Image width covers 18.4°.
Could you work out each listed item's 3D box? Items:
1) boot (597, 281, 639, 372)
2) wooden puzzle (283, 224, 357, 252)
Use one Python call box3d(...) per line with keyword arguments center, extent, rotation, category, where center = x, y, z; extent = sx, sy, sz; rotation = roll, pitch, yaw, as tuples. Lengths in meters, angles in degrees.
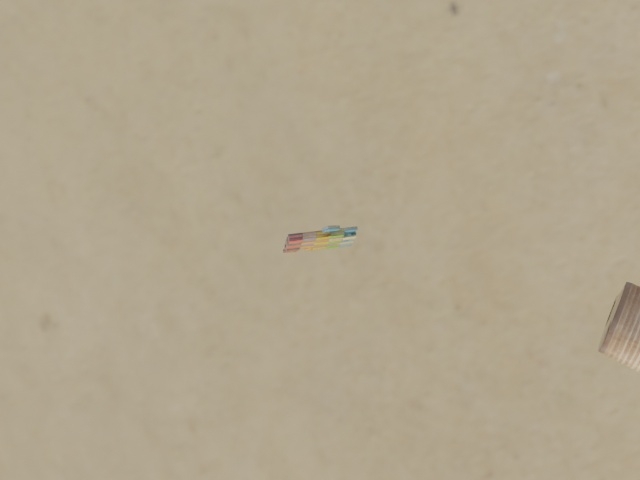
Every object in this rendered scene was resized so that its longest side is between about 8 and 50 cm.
box3d(center=(0.406, 0.023, 1.831), extent=(0.220, 0.283, 0.109), rotation=(21, 167, 3), category="boot")
box3d(center=(0.000, 0.000, 1.397), extent=(0.083, 0.049, 0.006), rotation=(111, 152, -79), category="wooden puzzle")
